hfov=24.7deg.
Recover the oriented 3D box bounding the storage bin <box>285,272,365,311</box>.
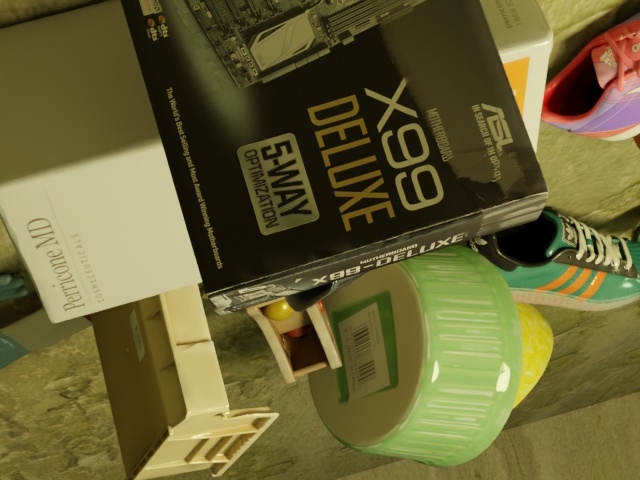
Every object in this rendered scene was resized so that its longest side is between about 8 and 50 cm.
[{"bbox_3d":[0.000,0.000,1.693,0.091,0.135,0.098,-15,165,-45],"label":"storage bin"}]

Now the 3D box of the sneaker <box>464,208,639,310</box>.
[{"bbox_3d":[0.347,0.022,2.035,0.302,0.108,0.121,0,141,-14],"label":"sneaker"}]

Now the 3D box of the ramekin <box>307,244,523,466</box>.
[{"bbox_3d":[0.113,0.149,1.955,0.148,0.303,0.303,7,150,-36],"label":"ramekin"}]

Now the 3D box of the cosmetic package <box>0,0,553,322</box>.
[{"bbox_3d":[-0.048,-0.104,1.241,0.453,0.161,0.230,-16,150,-5],"label":"cosmetic package"}]

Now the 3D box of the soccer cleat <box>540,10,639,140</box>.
[{"bbox_3d":[0.346,-0.194,1.487,0.116,0.109,0.318,0,157,-32],"label":"soccer cleat"}]

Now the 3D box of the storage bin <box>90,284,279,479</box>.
[{"bbox_3d":[-0.164,0.115,1.650,0.123,0.262,0.260,-6,159,-24],"label":"storage bin"}]

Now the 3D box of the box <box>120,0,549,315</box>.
[{"bbox_3d":[-0.004,-0.126,1.038,0.242,0.307,0.076,-16,165,-2],"label":"box"}]

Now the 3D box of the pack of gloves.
[{"bbox_3d":[-0.419,0.097,1.743,0.232,0.046,0.195,-26,148,14],"label":"pack of gloves"}]

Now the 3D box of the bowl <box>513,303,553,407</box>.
[{"bbox_3d":[0.180,0.146,2.159,0.289,0.289,0.156,-25,117,22],"label":"bowl"}]

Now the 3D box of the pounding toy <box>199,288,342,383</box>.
[{"bbox_3d":[-0.069,0.105,1.872,0.154,0.154,0.269,-19,161,3],"label":"pounding toy"}]

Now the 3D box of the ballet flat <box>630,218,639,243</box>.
[{"bbox_3d":[0.613,-0.061,2.113,0.348,0.123,0.123,-26,159,23],"label":"ballet flat"}]

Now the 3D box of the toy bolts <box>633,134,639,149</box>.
[{"bbox_3d":[0.475,-0.112,1.646,0.218,0.228,0.158,-33,156,26],"label":"toy bolts"}]
